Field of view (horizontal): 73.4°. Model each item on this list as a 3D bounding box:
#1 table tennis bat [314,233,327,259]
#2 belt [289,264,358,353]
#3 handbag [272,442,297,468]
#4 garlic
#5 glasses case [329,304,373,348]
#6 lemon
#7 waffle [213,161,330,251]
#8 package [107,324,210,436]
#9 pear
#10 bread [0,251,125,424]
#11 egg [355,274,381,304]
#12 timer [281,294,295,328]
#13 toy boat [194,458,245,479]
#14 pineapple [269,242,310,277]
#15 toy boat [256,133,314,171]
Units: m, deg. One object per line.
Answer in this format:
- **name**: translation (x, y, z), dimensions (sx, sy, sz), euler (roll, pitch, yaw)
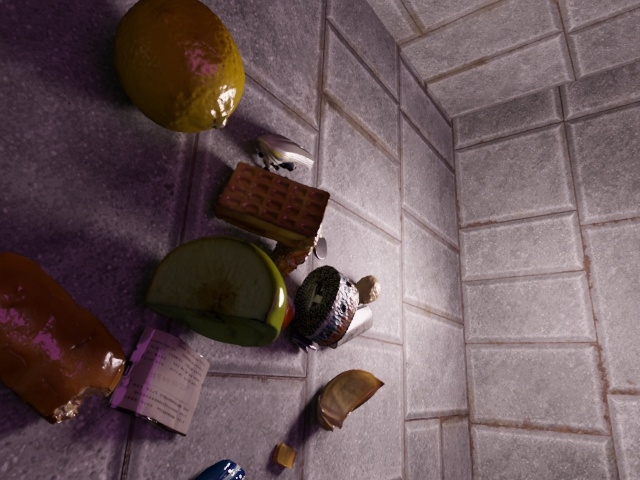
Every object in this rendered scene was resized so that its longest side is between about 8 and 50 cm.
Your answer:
- **table tennis bat**: translation (0.000, 0.000, 1.745), dimensions (0.087, 0.013, 0.156), euler (7, 77, -53)
- **belt**: translation (0.021, 0.248, 1.541), dimensions (0.160, 0.207, 0.295), euler (43, 50, -38)
- **handbag**: translation (-0.115, 0.695, 1.389), dimensions (0.083, 0.027, 0.061), euler (49, 46, -35)
- **garlic**: translation (0.075, 0.582, 1.554), dimensions (0.338, 0.196, 0.151), euler (-20, 84, -47)
- **glasses case**: translation (0.123, 0.353, 1.786), dimensions (0.299, 0.060, 0.114), euler (-11, 93, -55)
- **lemon**: translation (-0.358, -0.446, 1.104), dimensions (0.336, 0.336, 0.336), euler (19, 66, -52)
- **waffle**: translation (-0.145, -0.108, 1.353), dimensions (0.328, 0.098, 0.224), euler (19, 51, -3)
- **package**: translation (-0.380, 0.356, 1.073), dimensions (0.251, 0.062, 0.203), euler (49, 46, -42)
- **pear**: translation (-0.231, 0.147, 1.144), dimensions (0.318, 0.343, 0.238), euler (73, 28, -61)
- **bread**: translation (-0.532, 0.190, 0.817), dimensions (0.344, 0.149, 0.195), euler (58, 41, -29)
- **egg**: translation (0.206, 0.220, 1.889), dimensions (0.140, 0.116, 0.118), euler (-65, 165, 21)
- **timer**: translation (-0.150, 0.234, 1.403), dimensions (0.136, 0.099, 0.136), euler (12, 72, -39)
- **toy boat**: translation (-0.259, 0.725, 1.148), dimensions (0.210, 0.070, 0.291), euler (-48, 124, -44)
- **pineapple**: translation (-0.103, 0.033, 1.433), dimensions (0.076, 0.225, 0.224), euler (43, 47, -18)
- **toy boat**: translation (-0.138, -0.307, 1.539), dimensions (0.269, 0.141, 0.140), euler (-15, 94, -56)
